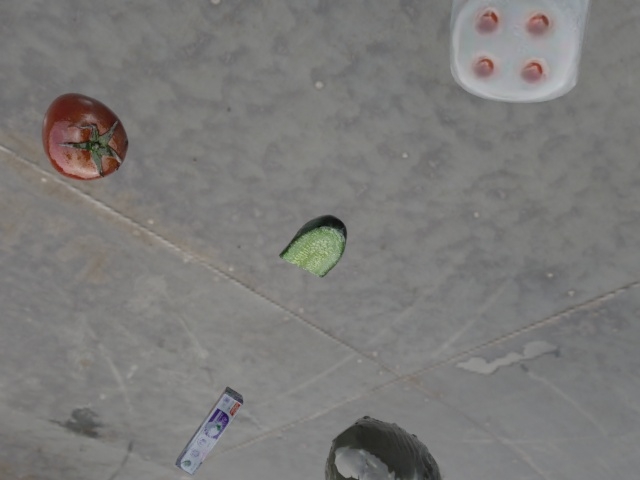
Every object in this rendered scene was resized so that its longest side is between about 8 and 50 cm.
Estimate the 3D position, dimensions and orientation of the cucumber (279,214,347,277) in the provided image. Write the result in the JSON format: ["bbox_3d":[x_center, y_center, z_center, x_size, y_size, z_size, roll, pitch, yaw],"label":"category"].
[{"bbox_3d":[0.000,0.000,1.426,0.115,0.063,0.244,22,156,-12],"label":"cucumber"}]

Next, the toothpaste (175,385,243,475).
[{"bbox_3d":[-0.229,0.394,1.420,0.047,0.040,0.196,34,99,-6],"label":"toothpaste"}]

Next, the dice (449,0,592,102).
[{"bbox_3d":[0.304,-0.332,1.036,0.191,0.194,0.193,8,135,19],"label":"dice"}]

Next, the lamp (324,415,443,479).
[{"bbox_3d":[0.057,0.217,0.608,0.101,0.101,0.250,-9,147,16],"label":"lamp"}]

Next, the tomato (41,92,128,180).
[{"bbox_3d":[-0.458,-0.200,1.315,0.167,0.167,0.167,3,141,2],"label":"tomato"}]
